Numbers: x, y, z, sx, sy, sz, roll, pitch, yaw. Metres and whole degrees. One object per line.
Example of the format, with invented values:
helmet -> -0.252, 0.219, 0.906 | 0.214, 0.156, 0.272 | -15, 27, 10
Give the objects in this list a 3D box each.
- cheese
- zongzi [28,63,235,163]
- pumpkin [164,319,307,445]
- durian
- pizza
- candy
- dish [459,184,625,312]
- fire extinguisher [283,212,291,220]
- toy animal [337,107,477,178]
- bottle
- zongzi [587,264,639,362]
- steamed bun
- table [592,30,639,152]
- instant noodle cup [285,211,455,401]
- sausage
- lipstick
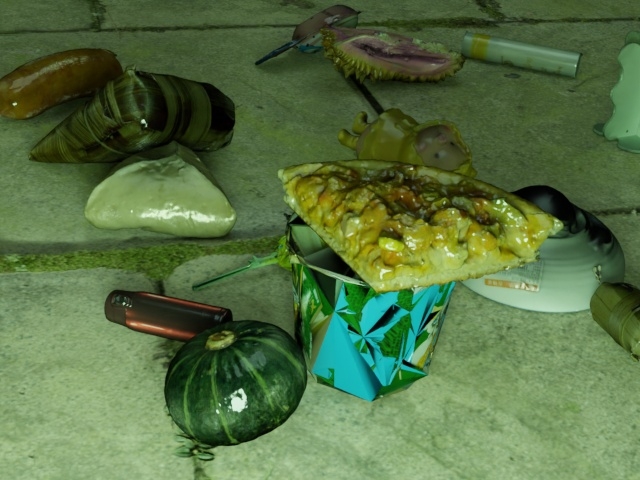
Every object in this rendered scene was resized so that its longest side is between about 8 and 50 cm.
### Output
cheese -> -0.020, -0.448, 2.332 | 0.286, 0.074, 0.189 | -32, 7, -33
zongzi -> -0.320, -0.185, 1.838 | 0.288, 0.134, 0.286 | -24, -15, 31
pumpkin -> -0.097, 0.162, 1.221 | 0.167, 0.125, 0.167 | -11, 10, 2
durian -> 0.133, -0.383, 2.245 | 0.341, 0.112, 0.191 | 1, 13, -28
pizza -> 0.114, -0.045, 1.304 | 0.258, 0.087, 0.268 | -9, 30, -29
candy -> -0.095, 0.038, 1.531 | 0.194, 0.058, 0.062 | -20, -4, -23
dish -> 0.328, -0.019, 1.592 | 0.274, 0.133, 0.273 | 4, 29, -2
fire extinguisher -> 0.000, 0.000, 1.600 | 0.177, 0.050, 0.062 | 36, 1, 43
toy animal -> 0.143, -0.143, 1.794 | 0.230, 0.156, 0.156 | 31, 38, 22
bottle -> -0.200, 0.099, 1.386 | 0.164, 0.060, 0.060 | 11, 30, 13
zongzi -> 0.465, 0.115, 1.450 | 0.178, 0.081, 0.189 | 15, 16, -17
steamed bun -> -0.247, -0.096, 1.680 | 0.231, 0.110, 0.212 | 3, 29, -7
table -> 0.622, -0.288, 2.036 | 0.167, 0.198, 0.166 | 3, 29, -2
instant noodle cup -> 0.063, 0.069, 1.351 | 0.240, 0.178, 0.240 | 3, 30, -2
sausage -> -0.498, -0.296, 2.008 | 0.109, 0.108, 0.271 | 27, 39, 34
lipstick -> 0.448, -0.416, 2.383 | 0.264, 0.059, 0.059 | 15, 31, 18
